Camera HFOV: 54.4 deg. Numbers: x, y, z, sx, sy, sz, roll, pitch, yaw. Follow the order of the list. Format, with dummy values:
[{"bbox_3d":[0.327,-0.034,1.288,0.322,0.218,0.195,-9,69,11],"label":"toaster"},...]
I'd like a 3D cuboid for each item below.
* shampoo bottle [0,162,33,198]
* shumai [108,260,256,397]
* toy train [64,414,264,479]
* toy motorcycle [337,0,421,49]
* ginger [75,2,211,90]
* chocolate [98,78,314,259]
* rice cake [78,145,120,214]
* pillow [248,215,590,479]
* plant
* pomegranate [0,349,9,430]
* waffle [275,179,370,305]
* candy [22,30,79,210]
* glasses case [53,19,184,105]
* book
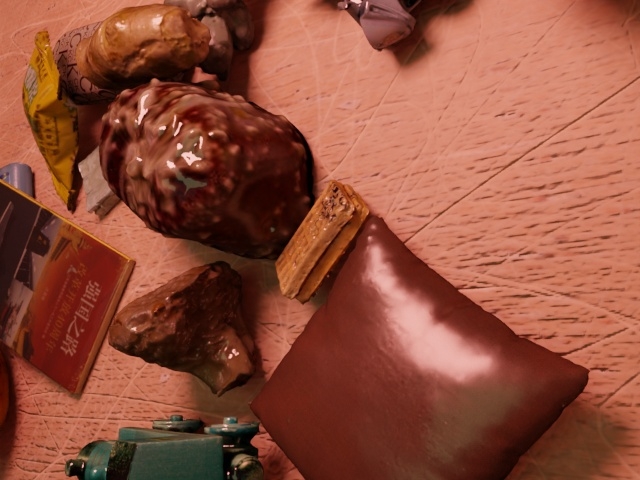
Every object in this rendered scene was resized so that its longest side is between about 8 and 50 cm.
[{"bbox_3d":[-0.618,-0.023,1.256,0.104,0.061,0.258,-24,68,30],"label":"shampoo bottle"},{"bbox_3d":[-0.167,0.133,0.840,0.166,0.206,0.175,-29,86,34],"label":"shumai"},{"bbox_3d":[-0.205,0.288,0.794,0.298,0.194,0.120,-18,70,50],"label":"toy train"},{"bbox_3d":[0.050,-0.338,0.815,0.270,0.106,0.159,27,91,32],"label":"toy motorcycle"},{"bbox_3d":[-0.271,-0.282,0.913,0.263,0.116,0.109,3,126,45],"label":"ginger"},{"bbox_3d":[-0.181,-0.111,0.869,0.340,0.210,0.225,35,104,35],"label":"chocolate"},{"bbox_3d":[-0.347,-0.148,1.099,0.211,0.038,0.124,-32,64,27],"label":"rice cake"},{"bbox_3d":[0.078,0.169,0.686,0.308,0.108,0.305,41,104,38],"label":"pillow"},{"bbox_3d":[-0.157,-0.384,0.937,0.146,0.149,0.274,-105,27,-73],"label":"plant"},{"bbox_3d":[-0.734,0.284,1.147,0.319,0.319,0.319,-8,77,34],"label":"pomegranate"},{"bbox_3d":[0.000,0.000,0.789,0.148,0.042,0.102,-56,19,15],"label":"waffle"},{"bbox_3d":[-0.490,-0.214,1.135,0.187,0.081,0.297,53,140,33],"label":"candy"},{"bbox_3d":[-0.370,-0.321,1.119,0.355,0.085,0.137,2,88,36],"label":"glasses case"},{"bbox_3d":[-0.523,0.074,1.144,0.374,0.028,0.262,27,96,24],"label":"book"}]
